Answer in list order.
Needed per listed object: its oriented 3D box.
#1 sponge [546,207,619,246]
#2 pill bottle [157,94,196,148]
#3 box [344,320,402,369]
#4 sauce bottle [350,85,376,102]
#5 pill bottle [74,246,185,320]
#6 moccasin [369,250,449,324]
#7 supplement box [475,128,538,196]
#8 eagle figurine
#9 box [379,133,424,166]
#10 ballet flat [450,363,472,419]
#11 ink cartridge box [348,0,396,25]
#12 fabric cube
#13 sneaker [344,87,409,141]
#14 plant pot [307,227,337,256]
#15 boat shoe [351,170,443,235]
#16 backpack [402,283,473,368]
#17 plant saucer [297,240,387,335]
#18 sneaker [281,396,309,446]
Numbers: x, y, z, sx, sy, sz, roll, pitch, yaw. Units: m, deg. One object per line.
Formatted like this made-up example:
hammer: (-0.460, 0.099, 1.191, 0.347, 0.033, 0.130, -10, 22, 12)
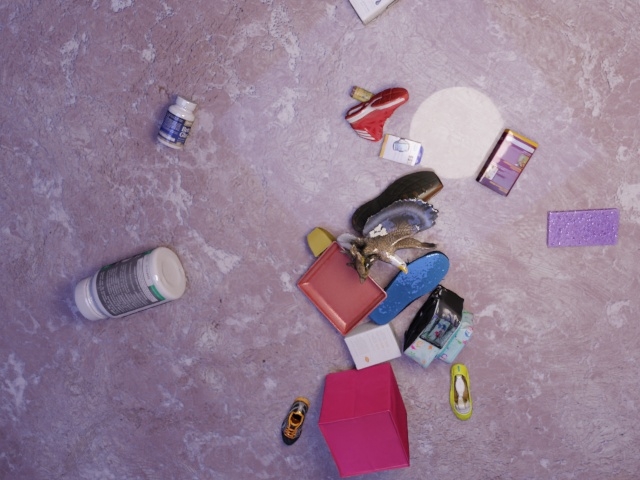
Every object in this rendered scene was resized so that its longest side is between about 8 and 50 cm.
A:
sponge: (0.848, -0.042, 1.680, 0.210, 0.031, 0.117, -2, 103, 10)
pill bottle: (-0.493, -0.411, 1.796, 0.094, 0.094, 0.169, 29, 107, 2)
box: (0.190, 0.366, 1.866, 0.171, 0.091, 0.130, -21, 100, 14)
sauce bottle: (0.162, -0.464, 1.695, 0.128, 0.042, 0.042, 22, 106, 0)
pill bottle: (-0.705, 0.169, 1.919, 0.361, 0.204, 0.204, -18, 100, 13)
moccasin: (0.293, 0.145, 1.783, 0.342, 0.117, 0.137, -40, 94, 20)
supplement box: (0.590, -0.247, 1.650, 0.104, 0.081, 0.188, 28, 106, 2)
eagle figurine: (0.225, 0.009, 1.667, 0.298, 0.226, 0.225, -39, 101, -15)
box: (0.272, -0.299, 1.723, 0.136, 0.028, 0.081, 16, 106, 3)
ballet flat: (0.504, 0.557, 1.864, 0.077, 0.077, 0.230, -6, 103, 11)
ink cartridge box: (0.181, -0.795, 1.585, 0.218, 0.092, 0.158, -33, 96, 14)
fabric cube: (0.158, 0.630, 1.830, 0.259, 0.258, 0.254, -14, 111, 13)
sneaker: (0.201, -0.400, 1.669, 0.221, 0.087, 0.128, -13, 133, 33)
plant pot: (0.000, 0.000, 1.819, 0.081, 0.081, 0.083, -40, 80, 16)
boat shoe: (0.261, -0.113, 1.732, 0.324, 0.122, 0.120, -30, 135, 20)
backpack: (0.392, 0.306, 1.748, 0.191, 0.225, 0.253, 37, 112, 4)
plant saucer: (0.077, 0.164, 1.812, 0.259, 0.048, 0.258, 46, 124, 9)
sneaker: (-0.107, 0.714, 2.009, 0.084, 0.083, 0.214, 17, 107, 4)
